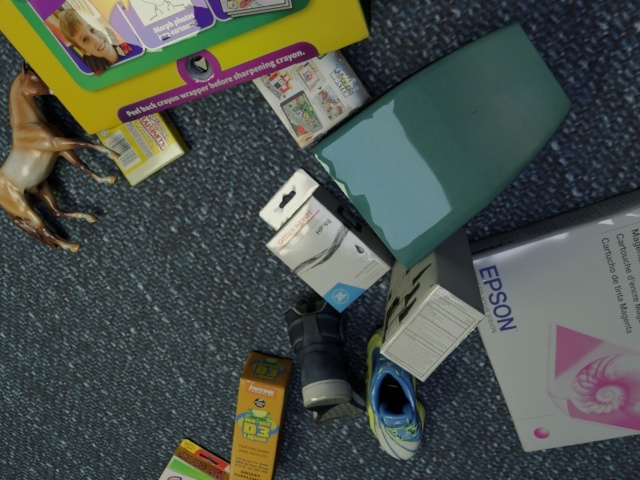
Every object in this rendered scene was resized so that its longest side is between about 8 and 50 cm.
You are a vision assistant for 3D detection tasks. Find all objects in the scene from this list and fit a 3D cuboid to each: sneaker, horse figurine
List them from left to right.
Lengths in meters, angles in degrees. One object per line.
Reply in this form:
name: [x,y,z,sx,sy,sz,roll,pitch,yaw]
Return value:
horse figurine: [-0.397,-0.094,0.706,0.174,0.066,0.263,31,116,-10]
sneaker: [0.008,0.181,0.737,0.086,0.164,0.226,-14,149,-1]
sneaker: [0.104,0.254,0.719,0.091,0.126,0.240,-7,109,14]

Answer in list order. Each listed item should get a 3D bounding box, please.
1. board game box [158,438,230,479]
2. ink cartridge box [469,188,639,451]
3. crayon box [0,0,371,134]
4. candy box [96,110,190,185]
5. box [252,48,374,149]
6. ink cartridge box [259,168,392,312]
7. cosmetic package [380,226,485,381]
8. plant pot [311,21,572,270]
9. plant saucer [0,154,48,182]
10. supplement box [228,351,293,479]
board game box: [-0.264,0.500,0.943,0.124,0.039,0.260,31,111,-2]
ink cartridge box: [0.385,0.111,0.639,0.329,0.071,0.324,-19,106,19]
crayon box: [-0.169,-0.299,0.465,0.362,0.106,0.313,-12,133,18]
candy box: [-0.281,-0.189,0.676,0.105,0.027,0.206,-26,104,19]
box: [-0.038,-0.231,0.605,0.114,0.036,0.207,-32,102,21]
ink cartridge box: [0.000,0.000,0.676,0.180,0.060,0.104,42,114,-7]
cosmetic package: [0.127,0.047,0.571,0.060,0.239,0.099,35,113,-3]
plant pot: [0.137,-0.119,0.553,0.234,0.166,0.165,-37,100,13]
plant saucer: [-0.467,-0.093,0.758,0.083,0.015,0.084,4,112,10]
supplement box: [-0.101,0.306,0.808,0.077,0.080,0.234,11,111,5]
